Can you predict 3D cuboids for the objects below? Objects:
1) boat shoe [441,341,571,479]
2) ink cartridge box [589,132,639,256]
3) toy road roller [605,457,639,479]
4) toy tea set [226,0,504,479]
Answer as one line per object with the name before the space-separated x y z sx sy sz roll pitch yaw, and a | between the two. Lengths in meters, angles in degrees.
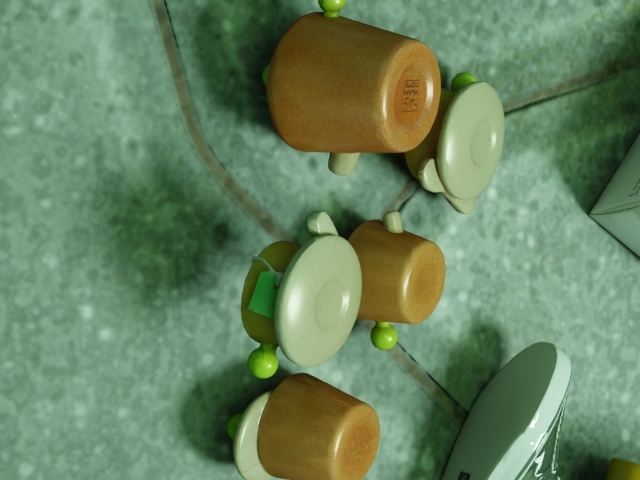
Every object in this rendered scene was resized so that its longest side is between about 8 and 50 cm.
boat shoe | 0.136 0.182 1.048 0.070 0.078 0.219 29 86 -24
ink cartridge box | 0.347 -0.023 1.122 0.219 0.092 0.160 38 74 -12
toy road roller | 0.337 0.309 1.109 0.330 0.240 0.202 15 83 11
toy tea set | 0.000 0.000 0.973 0.200 0.124 0.336 42 67 -52
